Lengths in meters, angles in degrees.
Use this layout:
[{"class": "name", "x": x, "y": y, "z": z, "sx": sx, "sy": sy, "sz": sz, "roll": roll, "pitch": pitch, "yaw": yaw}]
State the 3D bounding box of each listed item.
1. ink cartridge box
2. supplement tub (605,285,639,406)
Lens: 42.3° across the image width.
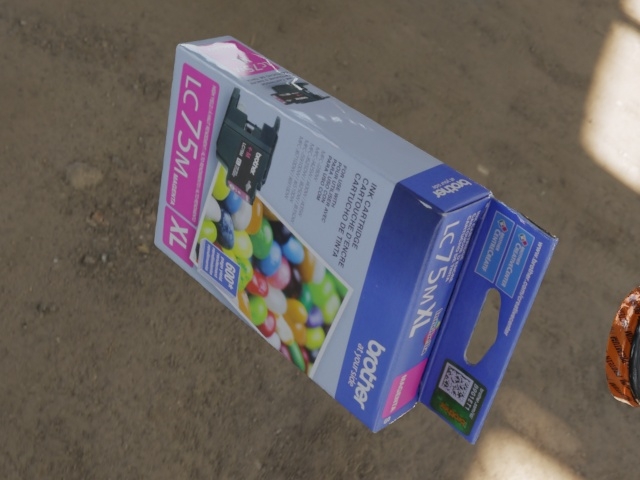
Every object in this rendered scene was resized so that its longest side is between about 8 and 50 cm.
[{"class": "ink cartridge box", "x": 0.000, "y": 0.000, "z": 0.591, "sx": 0.311, "sy": 0.186, "sz": 0.065, "roll": 35, "pitch": 38, "yaw": 29}, {"class": "supplement tub", "x": 0.305, "y": 0.092, "z": 0.568, "sx": 0.117, "sy": 0.117, "sz": 0.190, "roll": -28, "pitch": 28, "yaw": -37}]
